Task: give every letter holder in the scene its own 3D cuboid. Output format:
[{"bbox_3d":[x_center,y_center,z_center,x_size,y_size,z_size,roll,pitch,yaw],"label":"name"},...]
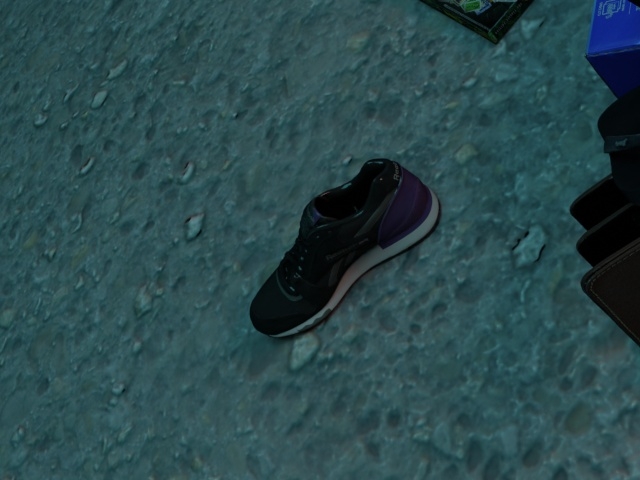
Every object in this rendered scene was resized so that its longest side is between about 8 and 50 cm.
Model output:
[{"bbox_3d":[0.376,-0.046,0.925,0.301,0.214,0.152,-31,49,22],"label":"letter holder"}]

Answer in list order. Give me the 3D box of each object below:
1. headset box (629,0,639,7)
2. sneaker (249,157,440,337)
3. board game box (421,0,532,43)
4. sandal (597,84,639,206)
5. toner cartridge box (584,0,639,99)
[{"bbox_3d":[0.416,-0.300,0.973,0.110,0.218,0.293,18,92,53],"label":"headset box"},{"bbox_3d":[0.000,0.000,1.276,0.283,0.124,0.107,-40,45,14],"label":"sneaker"},{"bbox_3d":[0.196,-0.368,1.406,0.136,0.030,0.260,-51,44,6],"label":"board game box"},{"bbox_3d":[0.290,-0.097,0.932,0.097,0.054,0.254,-37,15,12],"label":"sandal"},{"bbox_3d":[0.375,-0.305,1.120,0.075,0.165,0.348,-3,62,39],"label":"toner cartridge box"}]
